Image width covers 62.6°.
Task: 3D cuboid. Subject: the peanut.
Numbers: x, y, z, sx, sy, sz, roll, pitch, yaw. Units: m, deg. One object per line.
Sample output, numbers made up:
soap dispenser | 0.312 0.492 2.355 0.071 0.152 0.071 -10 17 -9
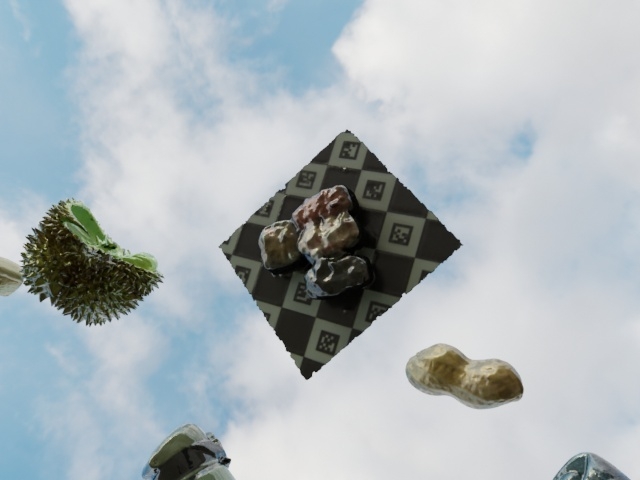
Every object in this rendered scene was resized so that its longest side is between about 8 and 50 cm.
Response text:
peanut | 0.221 0.210 0.824 0.089 0.193 0.089 -10 -77 -53

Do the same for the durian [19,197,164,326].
durian | -0.406 0.048 0.918 0.176 0.200 0.237 -55 -41 -19

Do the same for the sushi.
sushi | 0.000 0.000 0.608 0.231 0.047 0.219 -42 -119 6

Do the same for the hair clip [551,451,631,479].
hair clip | 0.262 0.407 0.638 0.310 0.206 0.194 -25 -50 15

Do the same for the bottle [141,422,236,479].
bottle | -0.217 0.523 1.015 0.168 0.168 0.347 -30 -113 -13

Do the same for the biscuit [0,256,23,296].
biscuit | -0.582 0.034 0.864 0.056 0.188 0.052 -36 -127 8
